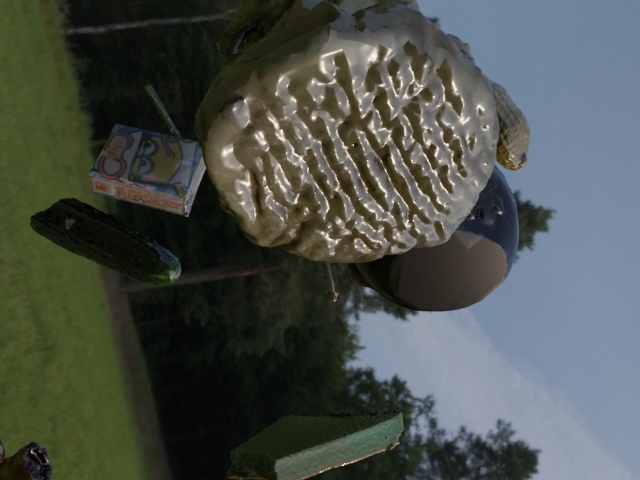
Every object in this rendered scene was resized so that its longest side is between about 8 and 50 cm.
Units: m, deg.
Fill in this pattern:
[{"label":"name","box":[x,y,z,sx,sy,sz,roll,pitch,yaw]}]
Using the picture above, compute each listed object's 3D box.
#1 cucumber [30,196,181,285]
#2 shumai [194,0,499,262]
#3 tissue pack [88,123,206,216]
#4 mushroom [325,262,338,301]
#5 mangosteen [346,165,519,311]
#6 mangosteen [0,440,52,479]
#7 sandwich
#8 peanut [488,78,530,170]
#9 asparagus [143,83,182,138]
[{"label":"cucumber","box":[-0.302,0.003,0.998,0.241,0.074,0.074,24,-40,15]},{"label":"shumai","box":[0.014,-0.138,0.696,0.267,0.314,0.262,-41,-139,19]},{"label":"tissue pack","box":[-0.265,-0.112,1.084,0.065,0.155,0.115,105,-1,-52]},{"label":"mushroom","box":[0.004,-0.003,1.471,0.028,0.026,0.286,-36,-124,43]},{"label":"mangosteen","box":[0.147,-0.008,1.029,0.233,0.288,0.287,-108,-164,-47]},{"label":"mangosteen","box":[-0.441,0.235,0.618,0.297,0.293,0.297,-1,-92,32]},{"label":"sandwich","box":[-0.010,0.348,1.145,0.245,0.212,0.063,-12,-88,30]},{"label":"peanut","box":[0.419,-0.274,1.635,0.110,0.197,0.233,-38,-92,30]},{"label":"asparagus","box":[-0.277,-0.221,1.241,0.127,0.015,0.018,60,4,-22]}]
